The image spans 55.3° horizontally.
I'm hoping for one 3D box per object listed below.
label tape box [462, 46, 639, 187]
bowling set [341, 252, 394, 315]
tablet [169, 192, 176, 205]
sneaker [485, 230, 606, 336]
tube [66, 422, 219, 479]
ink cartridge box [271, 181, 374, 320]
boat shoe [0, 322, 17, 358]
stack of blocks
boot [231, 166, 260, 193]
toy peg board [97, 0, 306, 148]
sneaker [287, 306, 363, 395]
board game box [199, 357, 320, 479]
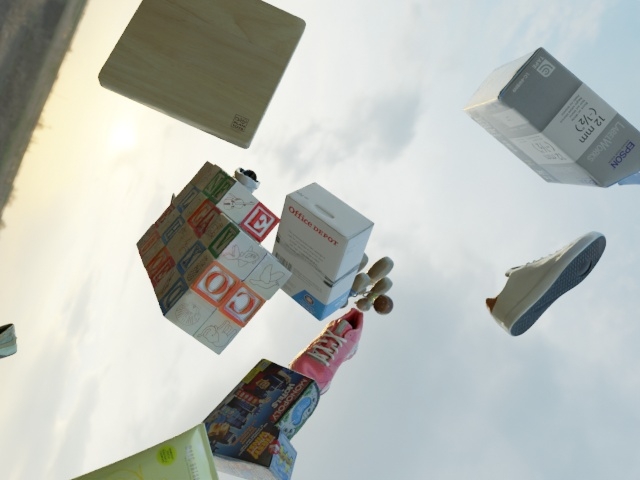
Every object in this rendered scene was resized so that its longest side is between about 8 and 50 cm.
[{"bbox_3d":[0.443,-0.174,1.094,0.115,0.347,0.249,-49,-175,5],"label":"label tape box"},{"bbox_3d":[0.090,0.136,1.610,0.154,0.287,0.200,-46,-134,29],"label":"bowling set"},{"bbox_3d":[-0.240,-0.029,0.978,0.083,0.006,0.054,-68,-150,28],"label":"tablet"},{"bbox_3d":[0.473,0.066,1.313,0.290,0.106,0.123,-41,-136,0],"label":"sneaker"},{"bbox_3d":[-0.248,0.307,0.754,0.062,0.240,0.070,-123,-160,-60],"label":"tube"},{"bbox_3d":[-0.005,0.019,1.046,0.139,0.082,0.191,37,-49,23],"label":"ink cartridge box"},{"bbox_3d":[-0.645,0.193,1.142,0.190,0.068,0.072,-22,120,-79],"label":"boat shoe"},{"bbox_3d":[-0.143,0.005,0.815,0.171,0.087,0.297,-49,-153,-2],"label":"stack of blocks"},{"bbox_3d":[-0.184,-0.108,1.443,0.123,0.095,0.258,-58,-171,5],"label":"boot"},{"bbox_3d":[-0.122,-0.184,0.655,0.079,0.161,0.161,124,-12,-71],"label":"toy peg board"},{"bbox_3d":[0.018,0.257,1.501,0.314,0.116,0.136,-38,153,-58],"label":"sneaker"},{"bbox_3d":[-0.087,0.290,0.941,0.194,0.060,0.194,-45,-148,-26],"label":"board game box"}]
